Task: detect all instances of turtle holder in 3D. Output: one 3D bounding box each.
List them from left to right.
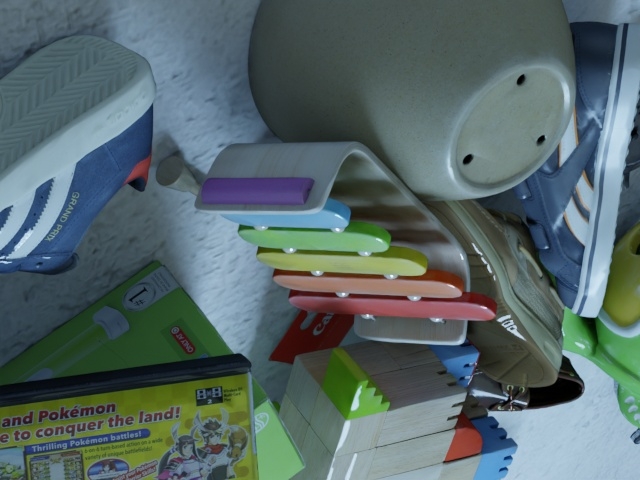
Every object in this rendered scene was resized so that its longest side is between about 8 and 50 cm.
[{"bbox_3d":[0.410,0.058,1.692,0.243,0.320,0.227,-48,156,-50],"label":"turtle holder"}]

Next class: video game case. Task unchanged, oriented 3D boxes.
[{"bbox_3d":[-0.181,0.228,1.163,0.274,0.035,0.248,-6,101,-16],"label":"video game case"}]

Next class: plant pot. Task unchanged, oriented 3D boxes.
[{"bbox_3d":[0.107,-0.142,1.266,0.284,0.191,0.284,-23,137,-23],"label":"plant pot"}]

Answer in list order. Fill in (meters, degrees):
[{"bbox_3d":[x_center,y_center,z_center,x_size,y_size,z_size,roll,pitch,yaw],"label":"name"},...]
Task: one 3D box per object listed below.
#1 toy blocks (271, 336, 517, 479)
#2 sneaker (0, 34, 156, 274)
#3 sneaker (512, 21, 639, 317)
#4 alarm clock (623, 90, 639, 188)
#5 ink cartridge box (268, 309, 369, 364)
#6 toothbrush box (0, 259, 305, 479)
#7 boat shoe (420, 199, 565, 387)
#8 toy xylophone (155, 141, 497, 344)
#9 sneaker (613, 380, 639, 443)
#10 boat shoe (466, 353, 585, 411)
[{"bbox_3d":[0.076,0.234,1.523,0.261,0.191,0.381,-9,130,-32],"label":"toy blocks"},{"bbox_3d":[-0.259,-0.012,1.095,0.350,0.131,0.148,-32,140,-29],"label":"sneaker"},{"bbox_3d":[0.243,-0.072,1.475,0.127,0.126,0.321,7,122,10],"label":"sneaker"},{"bbox_3d":[0.325,-0.147,1.547,0.129,0.064,0.192,-15,130,-30],"label":"alarm clock"},{"bbox_3d":[0.051,0.093,1.543,0.179,0.045,0.145,17,112,-49],"label":"ink cartridge box"},{"bbox_3d":[-0.191,0.185,1.295,0.283,0.206,0.122,-35,140,-11],"label":"toothbrush box"},{"bbox_3d":[0.158,0.022,1.504,0.341,0.121,0.110,53,48,-45],"label":"boat shoe"},{"bbox_3d":[0.000,0.000,1.277,0.322,0.236,0.081,34,62,-46],"label":"toy xylophone"},{"bbox_3d":[0.508,0.172,1.952,0.268,0.101,0.153,-29,139,-8],"label":"sneaker"},{"bbox_3d":[0.223,0.165,1.727,0.207,0.073,0.073,-6,129,-35],"label":"boat shoe"}]
